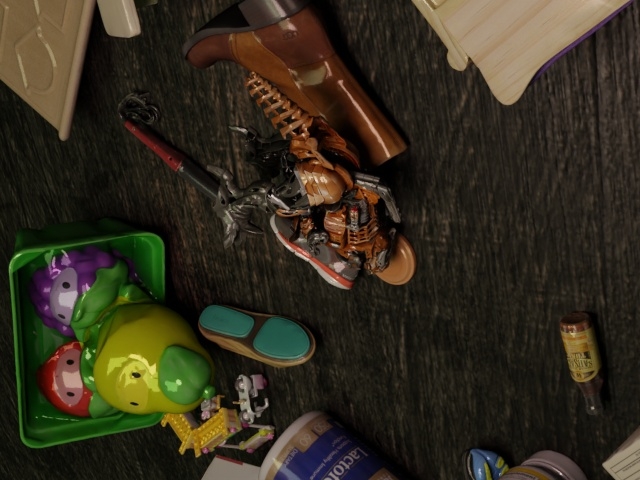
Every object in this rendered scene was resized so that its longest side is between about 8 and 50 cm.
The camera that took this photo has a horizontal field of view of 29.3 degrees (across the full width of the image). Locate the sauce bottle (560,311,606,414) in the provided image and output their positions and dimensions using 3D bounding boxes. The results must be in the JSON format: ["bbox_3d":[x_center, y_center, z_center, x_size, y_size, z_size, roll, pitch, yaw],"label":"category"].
[{"bbox_3d":[0.326,0.152,1.503,0.042,0.042,0.128,-3,111,44],"label":"sauce bottle"}]

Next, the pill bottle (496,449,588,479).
[{"bbox_3d":[0.254,0.363,1.568,0.119,0.208,0.119,22,126,33],"label":"pill bottle"}]

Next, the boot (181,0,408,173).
[{"bbox_3d":[-0.038,-0.196,1.636,0.264,0.096,0.280,-21,110,46],"label":"boot"}]

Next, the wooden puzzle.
[{"bbox_3d":[-0.453,-0.377,1.904,0.348,0.080,0.322,44,136,22],"label":"wooden puzzle"}]

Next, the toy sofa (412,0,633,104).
[{"bbox_3d":[0.267,-0.303,1.213,0.177,0.150,0.362,52,138,0],"label":"toy sofa"}]

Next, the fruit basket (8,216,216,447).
[{"bbox_3d":[-0.339,0.170,1.944,0.392,0.283,0.392,172,90,-68],"label":"fruit basket"}]

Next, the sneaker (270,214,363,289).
[{"bbox_3d":[0.000,0.000,1.723,0.158,0.061,0.065,39,108,18],"label":"sneaker"}]

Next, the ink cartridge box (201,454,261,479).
[{"bbox_3d":[-0.108,0.452,1.973,0.128,0.127,0.176,6,147,42],"label":"ink cartridge box"}]

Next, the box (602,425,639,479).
[{"bbox_3d":[0.458,0.278,1.364,0.232,0.127,0.148,47,156,11],"label":"box"}]

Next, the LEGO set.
[{"bbox_3d":[-0.170,0.298,2.038,0.287,0.107,0.132,-13,69,51],"label":"LEGO set"}]

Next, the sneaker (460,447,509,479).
[{"bbox_3d":[0.238,0.368,1.705,0.078,0.067,0.188,20,131,61],"label":"sneaker"}]

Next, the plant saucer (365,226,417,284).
[{"bbox_3d":[0.093,0.022,1.665,0.083,0.013,0.083,21,126,33],"label":"plant saucer"}]

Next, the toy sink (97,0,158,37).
[{"bbox_3d":[-0.235,-0.398,1.610,0.153,0.131,0.234,-155,49,-66],"label":"toy sink"}]

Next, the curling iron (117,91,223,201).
[{"bbox_3d":[-0.211,-0.126,1.847,0.274,0.035,0.068,46,137,14],"label":"curling iron"}]

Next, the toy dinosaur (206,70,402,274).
[{"bbox_3d":[-0.013,-0.085,1.568,0.218,0.164,0.322,-1,115,33],"label":"toy dinosaur"}]

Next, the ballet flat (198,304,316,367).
[{"bbox_3d":[-0.087,0.152,1.881,0.232,0.080,0.073,17,152,39],"label":"ballet flat"}]

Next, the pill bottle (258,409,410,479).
[{"bbox_3d":[0.050,0.385,1.815,0.265,0.153,0.153,36,133,22],"label":"pill bottle"}]
